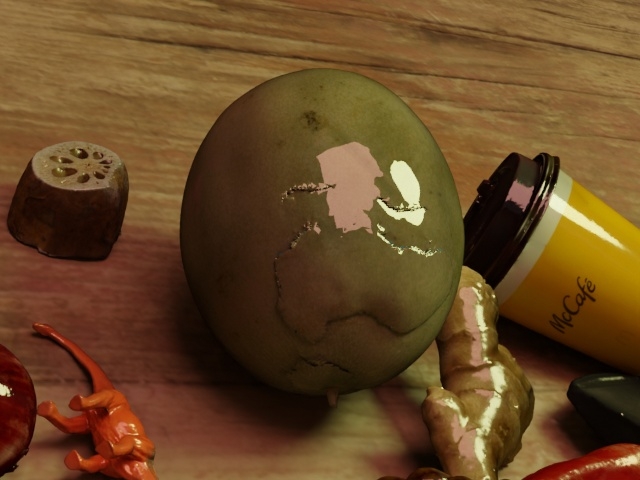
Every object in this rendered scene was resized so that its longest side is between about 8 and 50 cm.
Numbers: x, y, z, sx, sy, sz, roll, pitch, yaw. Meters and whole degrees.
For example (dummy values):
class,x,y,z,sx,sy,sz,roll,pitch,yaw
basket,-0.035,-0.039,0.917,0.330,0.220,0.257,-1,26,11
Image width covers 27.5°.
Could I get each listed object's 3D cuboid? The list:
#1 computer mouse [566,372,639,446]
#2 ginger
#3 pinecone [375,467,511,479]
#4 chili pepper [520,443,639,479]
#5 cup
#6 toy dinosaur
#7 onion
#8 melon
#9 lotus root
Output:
class,x,y,z,sx,sy,sz,roll,pitch,yaw
computer mouse,0.374,0.227,1.316,0.168,0.087,0.295,3,22,-43
ginger,0.150,0.176,1.232,0.148,0.081,0.334,55,30,-34
pinecone,0.080,0.294,0.878,0.264,0.264,0.264,17,32,-11
chili pepper,0.162,0.165,0.814,0.063,0.071,0.272,32,19,38
cup,0.286,0.037,1.459,0.279,0.196,0.196,31,31,-4
toy dinosaur,-0.187,0.148,1.096,0.279,0.055,0.101,49,13,33
onion,-0.281,0.131,0.997,0.131,0.131,0.131,17,32,-11
melon,0.000,0.000,1.242,0.268,0.268,0.330,6,56,-25
lotus root,-0.255,-0.043,1.326,0.112,0.081,0.122,14,32,-1
